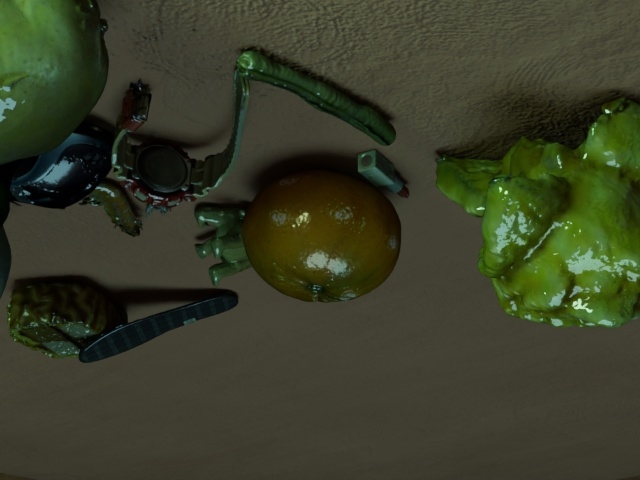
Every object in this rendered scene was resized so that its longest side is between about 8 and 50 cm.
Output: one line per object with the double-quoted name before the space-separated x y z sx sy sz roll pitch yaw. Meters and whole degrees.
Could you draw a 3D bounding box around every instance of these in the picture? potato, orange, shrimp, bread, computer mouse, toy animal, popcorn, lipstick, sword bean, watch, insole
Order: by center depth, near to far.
"potato" -0.396 -0.191 1.405 0.327 0.221 0.243 3 123 -10
"sword bean" 0.000 -0.182 1.657 0.269 0.038 0.043 22 124 -40
"watch" -0.187 -0.145 1.703 0.165 0.102 0.268 7 148 -9
"popcorn" 0.318 -0.015 1.734 0.321 0.289 0.326 -15 171 28
"computer mouse" -0.386 -0.096 1.801 0.233 0.096 0.137 -17 152 33
"lipstick" 0.097 -0.090 1.874 0.030 0.030 0.129 -12 153 27
"orange" 0.000 0.000 1.900 0.240 0.171 0.240 8 157 3
"shrimp" -0.242 -0.056 1.980 0.038 0.029 0.092 2 164 -23
"shrimp" -0.346 -0.046 1.997 0.124 0.034 0.178 -1 156 12
"toy animal" -0.139 0.007 2.062 0.101 0.103 0.218 -19 156 -14
"insole" -0.297 0.159 2.366 0.310 0.012 0.110 -19 154 -5
"bread" -0.463 0.148 2.379 0.182 0.096 0.222 -7 158 15

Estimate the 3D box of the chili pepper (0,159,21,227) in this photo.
"chili pepper" -0.514 -0.103 1.634 0.257 0.248 0.233 20 173 -39

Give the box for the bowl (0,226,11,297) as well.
"bowl" -0.545 -0.026 1.852 0.289 0.146 0.289 40 179 1
